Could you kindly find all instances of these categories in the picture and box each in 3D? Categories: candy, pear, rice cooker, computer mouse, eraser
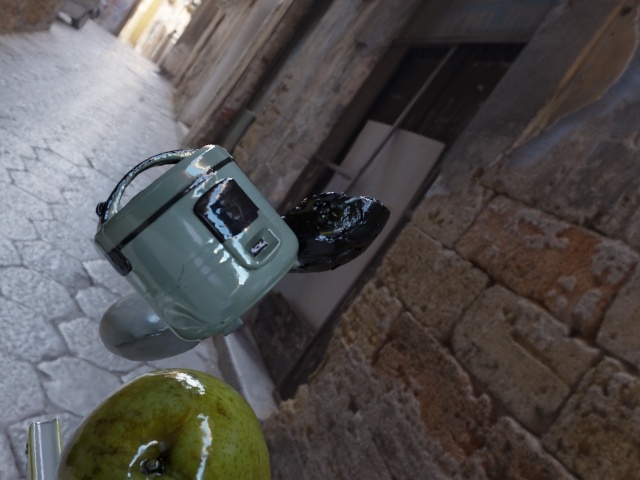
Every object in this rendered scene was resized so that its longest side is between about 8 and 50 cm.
[{"bbox_3d":[-0.442,0.215,1.622,0.295,0.296,0.185,27,39,-55],"label":"candy"},{"bbox_3d":[-0.206,0.326,0.855,0.304,0.304,0.304,35,5,-4],"label":"pear"},{"bbox_3d":[-0.163,-0.006,0.813,0.244,0.226,0.226,49,4,-5],"label":"rice cooker"},{"bbox_3d":[0.000,0.000,0.968,0.146,0.242,0.077,61,14,-47],"label":"computer mouse"},{"bbox_3d":[-0.579,0.516,1.274,0.069,0.158,0.226,2,36,-29],"label":"eraser"}]
